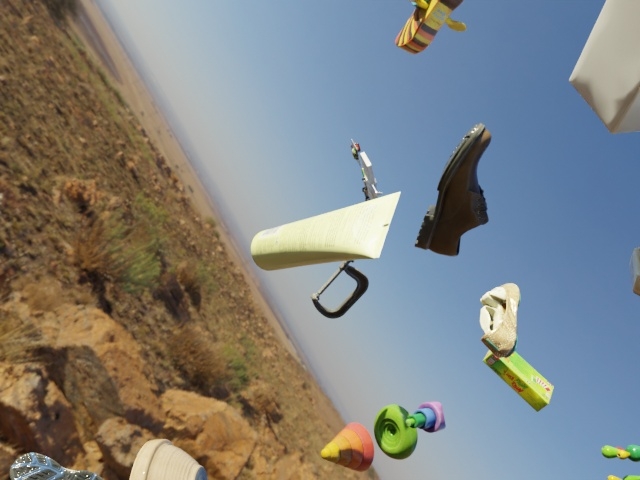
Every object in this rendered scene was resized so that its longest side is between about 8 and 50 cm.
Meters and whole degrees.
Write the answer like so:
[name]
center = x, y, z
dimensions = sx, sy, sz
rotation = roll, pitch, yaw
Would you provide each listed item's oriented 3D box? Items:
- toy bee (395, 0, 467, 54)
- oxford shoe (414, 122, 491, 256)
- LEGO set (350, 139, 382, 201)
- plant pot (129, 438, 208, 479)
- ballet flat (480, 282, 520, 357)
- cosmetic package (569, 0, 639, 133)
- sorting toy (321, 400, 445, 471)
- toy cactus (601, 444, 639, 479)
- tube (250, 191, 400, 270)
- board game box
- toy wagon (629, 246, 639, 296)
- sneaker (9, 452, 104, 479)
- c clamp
[toy bee]
center = 0.297, -0.608, 1.268
dimensions = 0.162, 0.195, 0.298
rotation = -113, -154, -54
[oxford shoe]
center = 0.229, -0.074, 0.798
dimensions = 0.096, 0.083, 0.227
rotation = 22, -55, 13
[LEGO set]
center = 0.122, -0.148, 1.204
dimensions = 0.244, 0.060, 0.182
rotation = -106, 180, -59
[plant pot]
center = -0.296, 0.527, 1.031
dimensions = 0.237, 0.110, 0.237
rotation = -7, 90, -89
[ballet flat]
center = 0.345, 0.136, 0.978
dimensions = 0.067, 0.073, 0.206
rotation = 34, 35, -3
[cosmetic package]
center = 0.680, -0.321, 0.802
dimensions = 0.230, 0.454, 0.161
rotation = 94, -13, -51
[sorting toy]
center = 0.127, 0.471, 1.204
dimensions = 0.126, 0.365, 0.127
rotation = 8, 55, -41
[toy cactus]
center = 0.760, 0.512, 1.126
dimensions = 0.219, 0.180, 0.112
rotation = 21, -31, 55
[tube]
center = 0.000, 0.000, 0.656
dimensions = 0.240, 0.062, 0.070
rotation = -14, -92, 47
[board game box]
center = 0.525, 0.354, 1.341
dimensions = 0.181, 0.043, 0.092
rotation = 44, 32, 14
[toy wagon]
center = 0.742, 0.079, 0.879
dimensions = 0.345, 0.267, 0.068
rotation = 9, -60, 25
[sneaker]
center = -0.477, 0.471, 0.951
dimensions = 0.211, 0.080, 0.081
rotation = 32, -45, -2
[c clamp]
center = 0.036, 0.103, 1.157
dimensions = 0.137, 0.160, 0.022
rotation = 31, 15, -21
